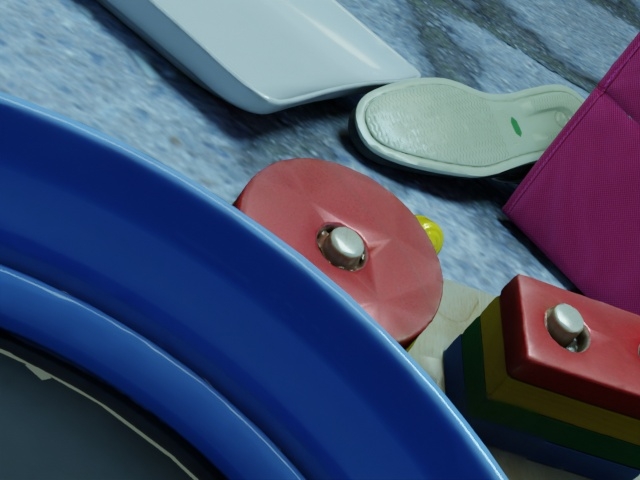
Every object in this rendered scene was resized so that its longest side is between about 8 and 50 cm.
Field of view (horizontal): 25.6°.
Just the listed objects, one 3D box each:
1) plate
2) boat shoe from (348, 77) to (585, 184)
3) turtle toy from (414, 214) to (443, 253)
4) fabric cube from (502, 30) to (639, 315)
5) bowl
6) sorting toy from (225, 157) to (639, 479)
[{"bbox_3d":[-0.083,-0.184,1.068,0.278,0.045,0.277,41,25,13],"label":"plate"},{"bbox_3d":[0.114,-0.076,1.102,0.233,0.079,0.084,-3,70,-36],"label":"boat shoe"},{"bbox_3d":[0.000,0.000,0.799,0.130,0.066,0.095,16,7,-32],"label":"turtle toy"},{"bbox_3d":[0.354,-0.028,1.080,0.254,0.259,0.258,4,38,-51],"label":"fabric cube"},{"bbox_3d":[-0.118,0.113,0.291,0.391,0.077,0.391,15,42,-14],"label":"bowl"},{"bbox_3d":[0.041,0.092,0.530,0.255,0.089,0.257,19,45,-19],"label":"sorting toy"}]
